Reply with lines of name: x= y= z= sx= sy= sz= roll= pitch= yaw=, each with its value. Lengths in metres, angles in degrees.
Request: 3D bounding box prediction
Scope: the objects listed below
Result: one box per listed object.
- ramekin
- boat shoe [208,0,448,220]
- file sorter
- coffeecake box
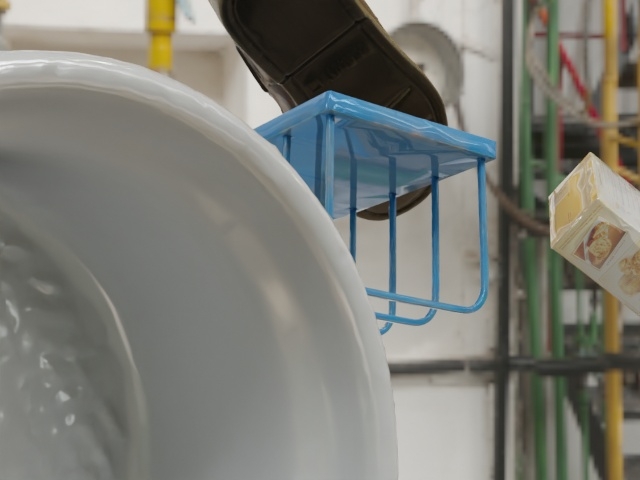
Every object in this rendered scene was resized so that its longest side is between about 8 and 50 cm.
ramekin: x=-0.115 y=0.083 z=0.411 sx=0.277 sy=0.277 sz=0.135 roll=1 pitch=1 yaw=-44
boat shoe: x=0.006 y=-0.134 z=0.948 sx=0.110 sy=0.104 sz=0.307 roll=-30 pitch=-39 yaw=2
file sorter: x=0.000 y=0.000 z=0.751 sx=0.118 sy=0.104 sz=0.170 roll=13 pitch=-20 yaw=-34
coffeecake box: x=0.313 y=0.015 z=1.263 sx=0.185 sy=0.068 sz=0.142 roll=38 pitch=22 yaw=-6
